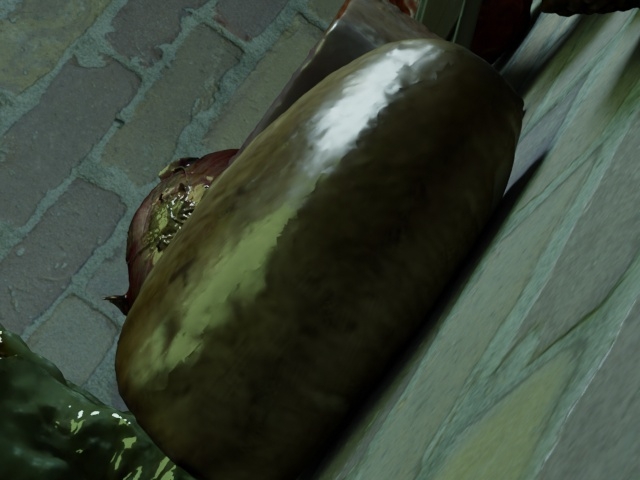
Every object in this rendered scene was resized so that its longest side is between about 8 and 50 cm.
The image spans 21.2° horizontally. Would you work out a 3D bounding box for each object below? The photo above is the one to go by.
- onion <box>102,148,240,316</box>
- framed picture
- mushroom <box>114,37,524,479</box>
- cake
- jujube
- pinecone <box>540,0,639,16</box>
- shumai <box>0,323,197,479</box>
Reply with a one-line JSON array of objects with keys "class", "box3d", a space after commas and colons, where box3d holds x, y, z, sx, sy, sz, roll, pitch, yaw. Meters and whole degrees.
[{"class": "onion", "box3d": [-0.161, 0.024, 2.636, 0.353, 0.354, 0.353, -52, 4, 5]}, {"class": "framed picture", "box3d": [0.140, -0.220, 2.149, 0.446, 0.028, 0.326, -106, 30, -79]}, {"class": "mushroom", "box3d": [0.003, -0.001, 1.502, 0.397, 0.224, 0.313, -51, 2, 18]}, {"class": "cake", "box3d": [0.037, -0.085, 1.825, 0.309, 0.230, 0.237, -51, 2, 24]}, {"class": "jujube", "box3d": [0.198, -0.351, 2.468, 0.213, 0.213, 0.232, -51, 1, 26]}, {"class": "pinecone", "box3d": [0.228, -0.312, 1.416, 0.244, 0.309, 0.244, -29, -12, -7]}, {"class": "shumai", "box3d": [-0.259, 0.241, 1.693, 0.324, 0.323, 0.397, -55, 5, -10]}]
